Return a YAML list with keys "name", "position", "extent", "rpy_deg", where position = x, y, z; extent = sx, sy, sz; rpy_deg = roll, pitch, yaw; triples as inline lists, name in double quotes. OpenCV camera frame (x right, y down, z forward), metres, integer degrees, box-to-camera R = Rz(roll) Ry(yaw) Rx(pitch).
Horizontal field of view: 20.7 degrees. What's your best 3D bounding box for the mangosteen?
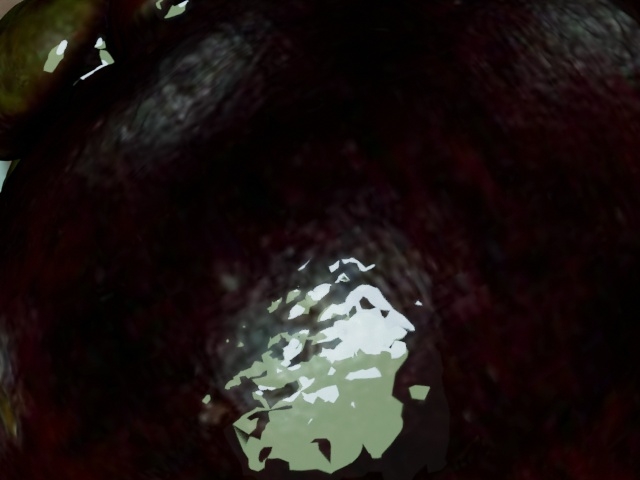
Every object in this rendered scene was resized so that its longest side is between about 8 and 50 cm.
- name: "mangosteen"
  position: [0.000, 0.000, 0.670]
  extent: [0.307, 0.307, 0.347]
  rpy_deg: [-43, 71, 23]
